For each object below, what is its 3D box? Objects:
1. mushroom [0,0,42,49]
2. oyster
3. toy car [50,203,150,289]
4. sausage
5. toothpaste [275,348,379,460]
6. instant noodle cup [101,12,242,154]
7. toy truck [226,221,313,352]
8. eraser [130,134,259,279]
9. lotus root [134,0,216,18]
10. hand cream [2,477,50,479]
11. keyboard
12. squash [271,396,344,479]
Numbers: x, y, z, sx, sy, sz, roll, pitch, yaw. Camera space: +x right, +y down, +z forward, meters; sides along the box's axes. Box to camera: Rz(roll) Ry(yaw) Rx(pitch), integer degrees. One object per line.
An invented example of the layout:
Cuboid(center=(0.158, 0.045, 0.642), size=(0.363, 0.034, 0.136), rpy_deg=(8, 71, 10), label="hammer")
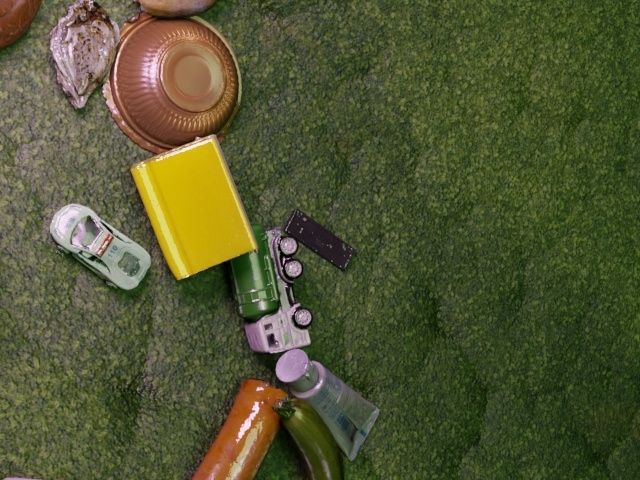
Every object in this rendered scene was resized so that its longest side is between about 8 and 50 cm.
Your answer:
Cuboid(center=(-0.544, -0.410, 1.785), size=(0.278, 0.146, 0.278), rpy_deg=(-24, 133, -29), label="mushroom")
Cuboid(center=(-0.400, -0.319, 1.936), size=(0.125, 0.064, 0.177), rpy_deg=(36, 66, -26), label="oyster")
Cuboid(center=(-0.370, 0.013, 1.940), size=(0.186, 0.058, 0.093), rpy_deg=(40, 71, -23), label="toy car")
Cuboid(center=(-0.147, 0.374, 2.030), size=(0.109, 0.109, 0.270), rpy_deg=(36, 73, -24), label="sausage")
Cuboid(center=(0.018, 0.297, 2.120), size=(0.114, 0.073, 0.299), rpy_deg=(-61, 139, -19), label="toothpaste")
Cuboid(center=(-0.240, -0.282, 2.013), size=(0.274, 0.091, 0.274), rpy_deg=(1, 88, -30), label="instant noodle cup")
Cuboid(center=(-0.099, 0.084, 2.074), size=(0.125, 0.101, 0.242), rpy_deg=(-14, 92, -26), label="toy truck")
Cuboid(center=(-0.216, -0.059, 1.987), size=(0.158, 0.069, 0.226), rpy_deg=(-20, 93, 3), label="eraser")
Cuboid(center=(-0.242, -0.438, 2.008), size=(0.192, 0.113, 0.088), rpy_deg=(-12, 131, -34), label="lotus root")
Cuboid(center=(-0.408, 0.455, 1.899), size=(0.336, 0.076, 0.121), rpy_deg=(22, 82, -34), label="hand cream")
Cuboid(center=(0.000, 0.000, 2.186), size=(0.155, 0.010, 0.053), rpy_deg=(35, 72, -25), label="keyboard")
Cuboid(center=(-0.007, 0.380, 2.074), size=(0.080, 0.071, 0.318), rpy_deg=(-52, 136, -36), label="squash")
